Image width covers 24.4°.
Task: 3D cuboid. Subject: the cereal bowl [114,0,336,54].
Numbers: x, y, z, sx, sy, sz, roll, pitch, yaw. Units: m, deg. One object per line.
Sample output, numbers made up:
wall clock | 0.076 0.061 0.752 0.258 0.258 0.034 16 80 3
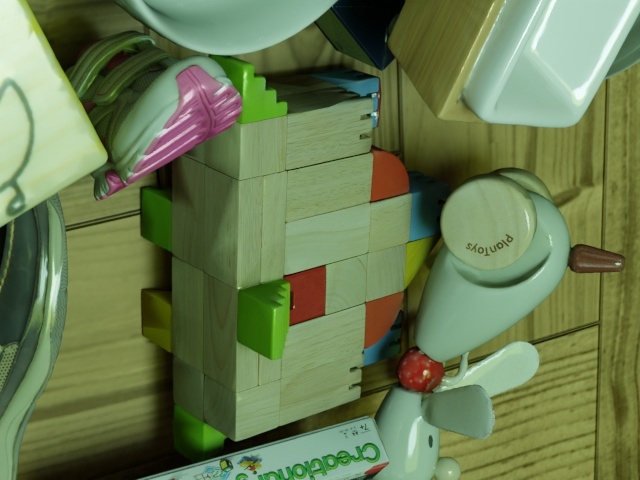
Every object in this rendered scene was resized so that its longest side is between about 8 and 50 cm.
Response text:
cereal bowl | -0.074 -0.320 1.136 0.339 0.141 0.339 -33 140 -33

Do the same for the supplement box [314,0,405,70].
supplement box | 0.031 -0.205 1.304 0.056 0.083 0.083 -46 124 -7

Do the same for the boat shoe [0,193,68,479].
boat shoe | -0.299 0.098 1.203 0.130 0.132 0.355 7 104 -32

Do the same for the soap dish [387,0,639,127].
soap dish | 0.184 -0.234 1.178 0.229 0.118 0.291 -5 124 -59

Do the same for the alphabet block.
alphabet block | -0.306 -0.105 1.083 0.197 0.193 0.192 -34 124 -15

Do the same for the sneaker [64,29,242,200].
sneaker | -0.147 -0.106 1.137 0.103 0.252 0.111 -32 96 -25

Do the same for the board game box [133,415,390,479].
board game box | -0.108 0.249 1.351 0.305 0.053 0.193 -12 159 -26

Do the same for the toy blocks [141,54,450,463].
toy blocks | 0.000 0.000 1.332 0.261 0.191 0.381 -15 117 -38

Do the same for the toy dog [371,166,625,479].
toy dog | 0.164 0.087 1.356 0.220 0.161 0.333 -50 159 -51

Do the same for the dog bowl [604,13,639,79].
dog bowl | 0.216 -0.319 1.358 0.349 0.102 0.348 -11 114 -27
